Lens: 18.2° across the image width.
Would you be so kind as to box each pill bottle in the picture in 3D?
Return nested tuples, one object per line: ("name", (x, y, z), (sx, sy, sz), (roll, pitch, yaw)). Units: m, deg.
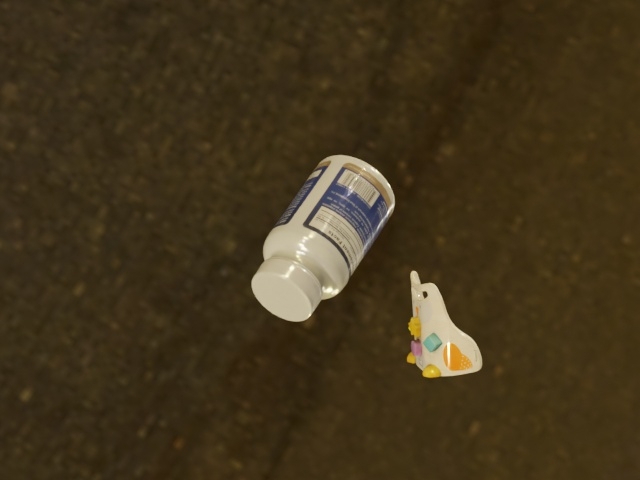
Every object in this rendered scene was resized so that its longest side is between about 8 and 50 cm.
("pill bottle", (0.000, 0.000, 1.441), (0.120, 0.067, 0.067), (-56, 146, -35))

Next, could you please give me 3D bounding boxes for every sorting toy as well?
("sorting toy", (0.089, 0.063, 1.585), (0.045, 0.083, 0.075), (-17, 106, -12))
